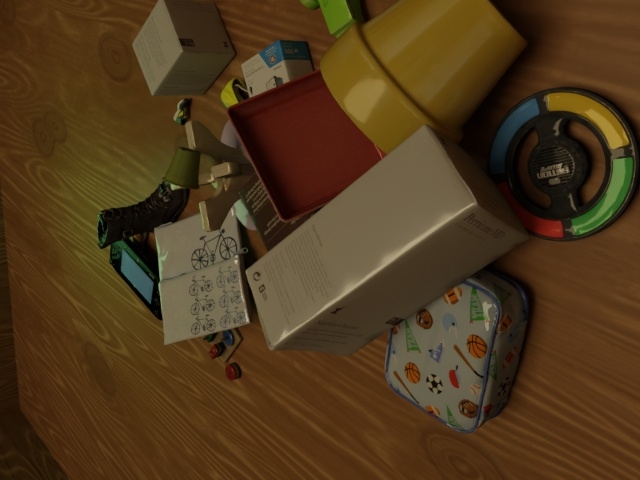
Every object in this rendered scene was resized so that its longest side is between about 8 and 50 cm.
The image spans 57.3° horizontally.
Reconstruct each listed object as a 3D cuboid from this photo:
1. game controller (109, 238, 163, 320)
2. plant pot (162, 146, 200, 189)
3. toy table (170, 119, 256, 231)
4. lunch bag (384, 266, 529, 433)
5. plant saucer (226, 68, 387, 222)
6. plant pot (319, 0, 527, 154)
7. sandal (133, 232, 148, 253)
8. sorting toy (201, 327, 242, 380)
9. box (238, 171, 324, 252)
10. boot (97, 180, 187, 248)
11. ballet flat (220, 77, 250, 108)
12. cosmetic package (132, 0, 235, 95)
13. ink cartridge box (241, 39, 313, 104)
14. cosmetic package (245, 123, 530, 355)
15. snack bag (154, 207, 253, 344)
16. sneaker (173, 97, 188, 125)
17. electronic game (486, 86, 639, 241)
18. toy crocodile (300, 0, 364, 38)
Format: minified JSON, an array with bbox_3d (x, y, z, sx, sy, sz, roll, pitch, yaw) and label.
[{"bbox_3d":[-0.570,0.108,1.852,0.319,0.067,0.166,41,142,24],"label":"game controller"},{"bbox_3d":[-0.298,-0.163,1.293,0.083,0.083,0.079,26,104,39],"label":"plant pot"},{"bbox_3d":[-0.222,-0.152,1.381,0.252,0.161,0.274,-23,83,46],"label":"toy table"},{"bbox_3d":[0.226,0.165,1.039,0.243,0.115,0.303,26,119,43],"label":"lunch bag"},{"bbox_3d":[-0.012,-0.187,1.125,0.259,0.259,0.047,62,170,14],"label":"plant saucer"},{"bbox_3d":[0.167,-0.276,0.898,0.239,0.254,0.254,-42,70,28],"label":"plant pot"},{"bbox_3d":[-0.590,-0.020,1.876,0.072,0.049,0.180,38,126,33],"label":"sandal"},{"bbox_3d":[-0.296,0.256,1.651,0.274,0.046,0.132,55,133,21],"label":"sorting toy"},{"bbox_3d":[0.000,0.000,1.210,0.191,0.143,0.381,-40,70,43],"label":"box"},{"bbox_3d":[-0.505,-0.084,1.639,0.091,0.229,0.263,49,131,26],"label":"boot"},{"bbox_3d":[-0.153,-0.288,1.335,0.231,0.077,0.077,52,125,25],"label":"ballet flat"},{"bbox_3d":[-0.332,-0.462,1.414,0.184,0.151,0.151,-33,77,45],"label":"cosmetic package"},{"bbox_3d":[-0.078,-0.308,1.246,0.140,0.082,0.190,-14,89,47],"label":"ink cartridge box"},{"bbox_3d":[0.097,0.021,0.917,0.385,0.217,0.156,-38,58,27],"label":"cosmetic package"},{"bbox_3d":[-0.317,0.080,1.533,0.323,0.037,0.342,-17,74,33],"label":"snack bag"},{"bbox_3d":[-0.366,-0.345,1.575,0.035,0.031,0.083,45,135,11],"label":"sneaker"},{"bbox_3d":[0.354,-0.111,0.875,0.229,0.048,0.229,15,111,43],"label":"electronic game"},{"bbox_3d":[0.000,-0.543,1.097,0.115,0.105,0.340,-26,86,46],"label":"toy crocodile"}]
